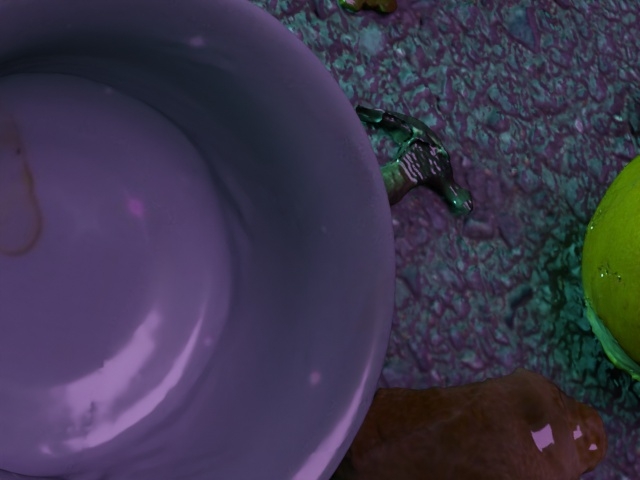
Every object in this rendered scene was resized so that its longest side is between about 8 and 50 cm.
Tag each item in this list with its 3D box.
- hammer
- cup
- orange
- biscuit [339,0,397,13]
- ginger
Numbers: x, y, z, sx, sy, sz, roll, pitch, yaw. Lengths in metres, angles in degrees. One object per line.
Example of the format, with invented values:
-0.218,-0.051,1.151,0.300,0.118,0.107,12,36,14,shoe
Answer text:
0.001,0.000,0.886,0.125,0.027,0.297,51,56,-2,hammer
-0.141,0.022,0.683,0.347,0.163,0.347,-4,98,-33,cup
0.325,0.023,0.925,0.240,0.240,0.240,11,65,-24,orange
0.035,-0.234,1.009,0.082,0.016,0.092,25,61,-17,biscuit
0.117,0.196,0.772,0.276,0.130,0.221,43,61,16,ginger
